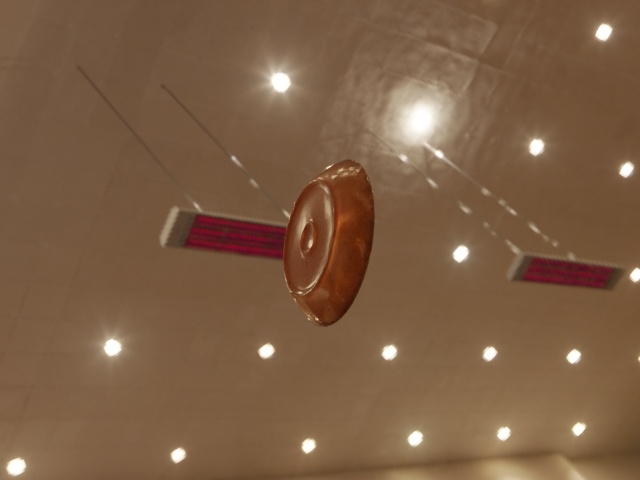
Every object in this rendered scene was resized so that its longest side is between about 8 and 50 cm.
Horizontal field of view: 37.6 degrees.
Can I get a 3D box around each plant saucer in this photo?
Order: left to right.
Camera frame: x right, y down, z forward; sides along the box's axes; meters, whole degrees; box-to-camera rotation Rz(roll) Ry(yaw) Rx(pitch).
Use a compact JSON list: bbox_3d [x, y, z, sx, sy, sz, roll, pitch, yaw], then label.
[{"bbox_3d":[0.000,0.000,0.458,0.015,0.083,0.083,10,-64,-24],"label":"plant saucer"}]
